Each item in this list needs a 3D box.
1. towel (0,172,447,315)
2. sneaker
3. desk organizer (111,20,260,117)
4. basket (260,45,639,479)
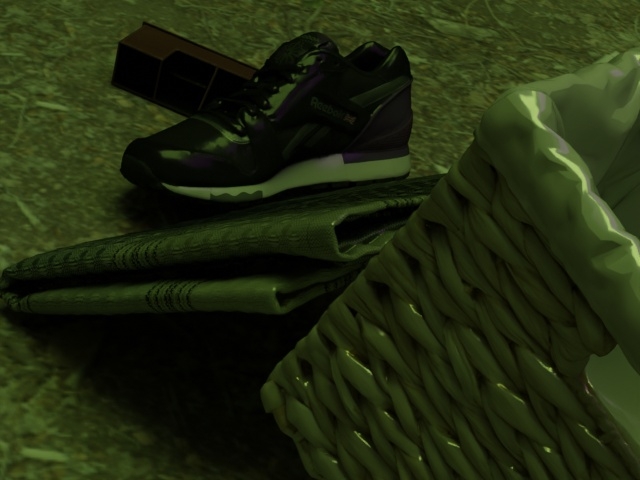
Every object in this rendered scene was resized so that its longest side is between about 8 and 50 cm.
[{"bbox_3d":[0.000,0.000,1.066,0.324,0.056,0.312,-8,4,44],"label":"towel"},{"bbox_3d":[-0.040,-0.107,1.282,0.283,0.124,0.107,-11,24,-43],"label":"sneaker"},{"bbox_3d":[-0.113,-0.141,1.399,0.130,0.047,0.050,24,33,12],"label":"desk organizer"},{"bbox_3d":[0.208,0.090,0.861,0.331,0.266,0.328,-20,70,-45],"label":"basket"}]
